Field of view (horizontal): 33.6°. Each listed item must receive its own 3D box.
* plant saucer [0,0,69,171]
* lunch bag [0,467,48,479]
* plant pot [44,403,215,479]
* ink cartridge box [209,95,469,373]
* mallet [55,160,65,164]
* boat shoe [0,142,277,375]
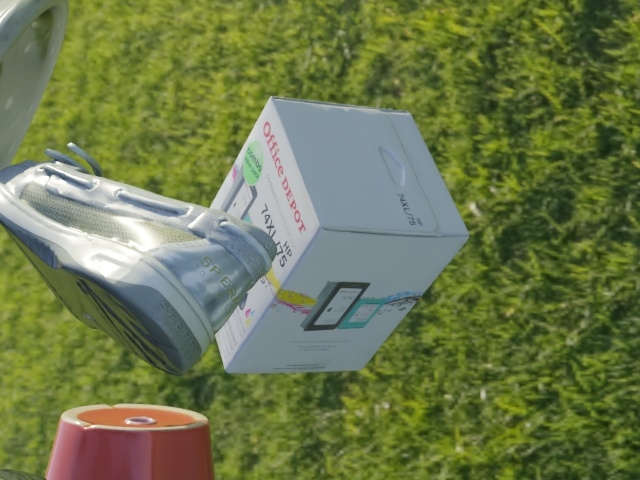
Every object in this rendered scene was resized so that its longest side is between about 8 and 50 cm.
[{"bbox_3d":[-0.378,-0.085,1.024,0.400,0.100,0.400,-59,10,17],"label":"plant saucer"},{"bbox_3d":[-0.163,0.289,0.690,0.305,0.256,0.213,27,99,21],"label":"lunch bag"},{"bbox_3d":[-0.248,0.350,1.388,0.275,0.274,0.243,4,89,55],"label":"plant pot"},{"bbox_3d":[0.000,0.000,1.239,0.270,0.197,0.198,-56,43,41],"label":"ink cartridge box"},{"bbox_3d":[-0.347,-0.053,1.552,0.039,0.062,0.190,77,174,-59],"label":"mallet"},{"bbox_3d":[-0.153,-0.002,0.771,0.103,0.118,0.320,-42,32,-19],"label":"boat shoe"}]
